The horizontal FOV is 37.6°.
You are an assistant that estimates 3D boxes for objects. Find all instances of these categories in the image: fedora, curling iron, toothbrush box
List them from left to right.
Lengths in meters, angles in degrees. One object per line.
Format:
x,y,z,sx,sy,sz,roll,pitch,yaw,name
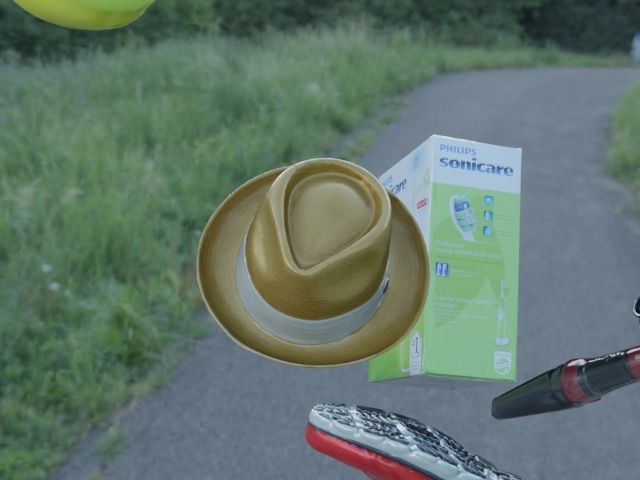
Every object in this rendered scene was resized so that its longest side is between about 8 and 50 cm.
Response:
0.000,0.000,0.702,0.194,0.079,0.194,4,53,-6,fedora
0.150,0.037,1.171,0.122,0.283,0.206,8,-12,-13,toothbrush box
0.176,0.081,0.604,0.035,0.068,0.274,36,-29,3,curling iron

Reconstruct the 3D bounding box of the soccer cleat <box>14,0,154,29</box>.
-0.158,-0.172,0.366,0.289,0.121,0.093,51,34,15,soccer cleat

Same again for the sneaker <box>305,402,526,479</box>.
0.100,0.235,0.795,0.279,0.118,0.107,30,2,-3,sneaker
